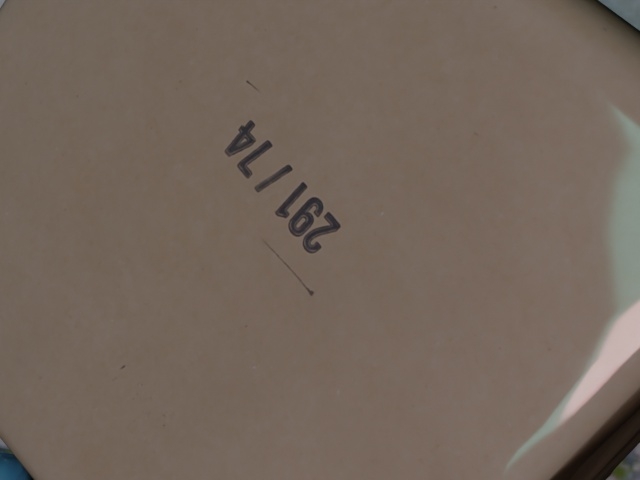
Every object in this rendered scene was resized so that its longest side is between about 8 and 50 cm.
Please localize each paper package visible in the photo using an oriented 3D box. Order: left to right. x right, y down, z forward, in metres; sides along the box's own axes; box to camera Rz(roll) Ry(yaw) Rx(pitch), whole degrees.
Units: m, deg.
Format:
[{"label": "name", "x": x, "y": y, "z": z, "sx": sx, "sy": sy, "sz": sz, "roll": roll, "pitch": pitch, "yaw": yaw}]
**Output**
[{"label": "paper package", "x": 0.000, "y": 0.000, "z": 0.516, "sx": 0.325, "sy": 0.168, "sz": 0.309, "roll": 44, "pitch": 105, "yaw": 21}]

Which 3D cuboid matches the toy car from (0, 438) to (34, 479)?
[{"label": "toy car", "x": -0.203, "y": 0.151, "z": 0.623, "sx": 0.182, "sy": 0.136, "sz": 0.159, "roll": 6, "pitch": 91, "yaw": 17}]
